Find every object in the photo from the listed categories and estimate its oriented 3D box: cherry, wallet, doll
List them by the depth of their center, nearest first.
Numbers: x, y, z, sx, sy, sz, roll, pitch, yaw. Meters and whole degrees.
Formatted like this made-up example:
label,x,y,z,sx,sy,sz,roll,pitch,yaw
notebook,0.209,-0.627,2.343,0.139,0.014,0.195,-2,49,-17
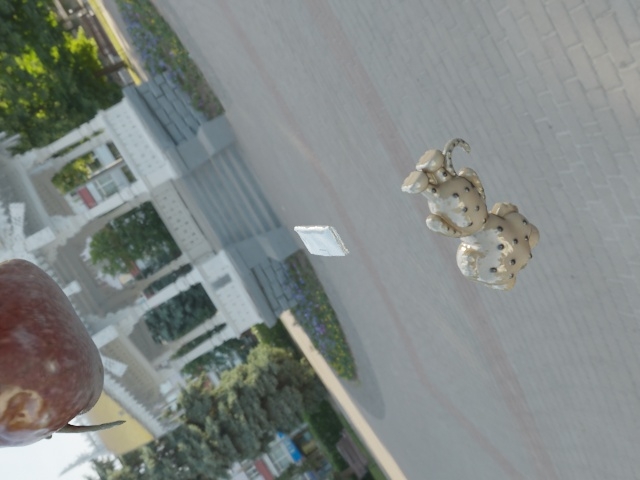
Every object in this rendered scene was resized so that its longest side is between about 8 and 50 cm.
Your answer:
label,x,y,z,sx,sy,sz,roll,pitch,yaw
wallet,0.000,0.000,0.718,0.083,0.011,0.044,2,130,58
doll,0.256,-0.038,1.000,0.278,0.154,0.119,49,166,-19
cherry,-0.564,0.227,1.111,0.335,0.291,0.326,58,152,26
